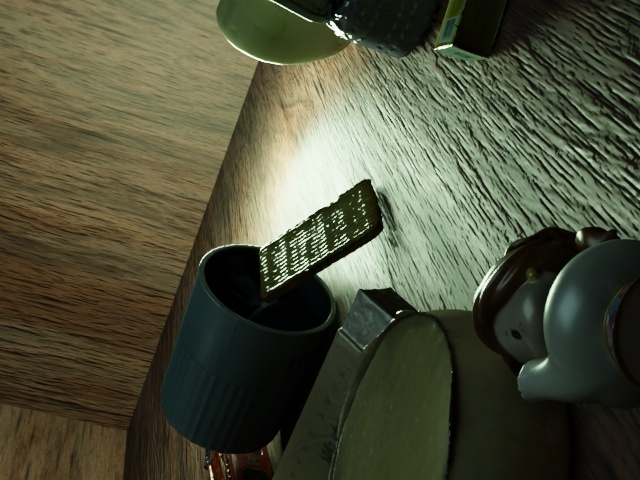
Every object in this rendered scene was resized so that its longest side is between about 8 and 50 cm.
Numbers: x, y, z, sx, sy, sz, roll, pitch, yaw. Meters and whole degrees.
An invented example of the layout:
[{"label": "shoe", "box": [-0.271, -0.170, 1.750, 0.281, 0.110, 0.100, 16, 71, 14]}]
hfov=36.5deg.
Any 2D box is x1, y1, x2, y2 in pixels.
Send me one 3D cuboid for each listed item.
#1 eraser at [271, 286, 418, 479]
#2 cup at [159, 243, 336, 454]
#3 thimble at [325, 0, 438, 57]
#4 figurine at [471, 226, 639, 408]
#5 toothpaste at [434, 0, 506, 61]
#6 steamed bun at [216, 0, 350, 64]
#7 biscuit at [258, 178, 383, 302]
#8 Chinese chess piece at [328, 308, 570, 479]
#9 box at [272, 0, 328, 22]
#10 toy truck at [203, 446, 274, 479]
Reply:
[{"label": "eraser", "box": [0.050, 0.241, 1.299, 0.144, 0.078, 0.343, 39, 116, 40]}, {"label": "cup", "box": [-0.148, 0.188, 1.825, 0.331, 0.257, 0.311, -102, 30, -57]}, {"label": "thimble", "box": [0.112, -0.457, 1.734, 0.205, 0.172, 0.236, 163, 124, -69]}, {"label": "figurine", "box": [0.230, 0.062, 0.840, 0.189, 0.142, 0.263, -43, 11, -8]}, {"label": "toothpaste", "box": [0.248, -0.418, 1.400, 0.089, 0.071, 0.312, -151, 78, -77]}, {"label": "steamed bun", "box": [0.001, -0.587, 2.017, 0.371, 0.290, 0.456, -57, 5, 45]}, {"label": "biscuit", "box": [0.000, 0.000, 1.696, 0.254, 0.029, 0.172, -33, 28, 15]}, {"label": "Chinese chess piece", "box": [0.123, 0.238, 1.030, 0.338, 0.141, 0.338, -164, 90, -73]}, {"label": "box", "box": [-0.087, -0.536, 1.651, 0.182, 0.312, 0.175, -55, 24, 31]}, {"label": "toy truck", "box": [-0.149, 0.444, 1.843, 0.252, 0.108, 0.114, -116, 45, -66]}]
